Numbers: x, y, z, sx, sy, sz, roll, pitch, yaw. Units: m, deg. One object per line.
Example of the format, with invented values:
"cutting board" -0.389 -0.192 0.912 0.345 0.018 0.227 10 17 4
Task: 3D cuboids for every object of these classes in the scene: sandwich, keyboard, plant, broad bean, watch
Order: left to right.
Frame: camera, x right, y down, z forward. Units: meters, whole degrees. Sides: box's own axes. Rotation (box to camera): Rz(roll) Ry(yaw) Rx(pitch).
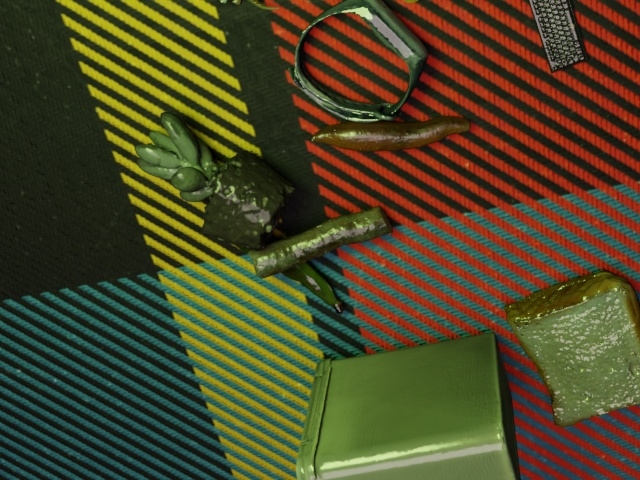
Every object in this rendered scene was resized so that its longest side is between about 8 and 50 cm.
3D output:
"plant" -0.187 -0.098 1.614 0.274 0.149 0.146 33 115 -3
"broad bean" -0.068 0.035 1.714 0.297 0.043 0.060 34 125 -8
"watch" 0.063 -0.282 1.531 0.206 0.068 0.193 44 118 -8
"keyboard" 0.358 -0.360 1.474 0.063 0.010 0.198 -18 111 15
"sandwich" 0.471 0.192 1.673 0.226 0.087 0.251 -23 109 18

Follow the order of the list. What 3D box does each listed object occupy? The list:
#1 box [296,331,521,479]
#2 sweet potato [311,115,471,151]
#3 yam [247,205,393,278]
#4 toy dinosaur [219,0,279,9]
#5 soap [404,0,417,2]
"box" 0.156 0.326 1.644 0.343 0.352 0.177 -14 112 14
"sweet potato" 0.116 -0.175 1.579 0.264 0.057 0.057 -2 115 3
"yam" 0.000 0.000 1.652 0.252 0.061 0.061 -19 111 4
"toy dinosaur" -0.151 -0.401 1.525 0.180 0.037 0.058 29 121 -4
"soap" 0.137 -0.415 1.483 0.034 0.012 0.089 -7 113 13
